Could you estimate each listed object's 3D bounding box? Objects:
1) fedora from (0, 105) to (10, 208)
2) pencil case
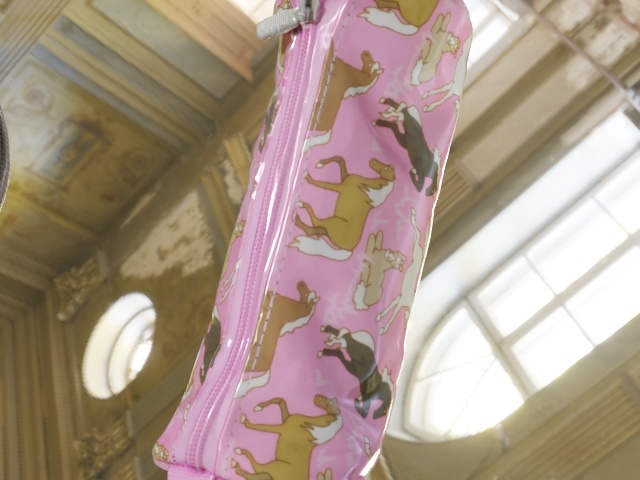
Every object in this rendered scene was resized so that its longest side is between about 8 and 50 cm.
[{"bbox_3d":[-0.371,-0.084,0.567,0.275,0.243,0.124,52,177,17],"label":"fedora"},{"bbox_3d":[0.000,0.000,0.581,0.167,0.386,0.160,14,174,-15],"label":"pencil case"}]
